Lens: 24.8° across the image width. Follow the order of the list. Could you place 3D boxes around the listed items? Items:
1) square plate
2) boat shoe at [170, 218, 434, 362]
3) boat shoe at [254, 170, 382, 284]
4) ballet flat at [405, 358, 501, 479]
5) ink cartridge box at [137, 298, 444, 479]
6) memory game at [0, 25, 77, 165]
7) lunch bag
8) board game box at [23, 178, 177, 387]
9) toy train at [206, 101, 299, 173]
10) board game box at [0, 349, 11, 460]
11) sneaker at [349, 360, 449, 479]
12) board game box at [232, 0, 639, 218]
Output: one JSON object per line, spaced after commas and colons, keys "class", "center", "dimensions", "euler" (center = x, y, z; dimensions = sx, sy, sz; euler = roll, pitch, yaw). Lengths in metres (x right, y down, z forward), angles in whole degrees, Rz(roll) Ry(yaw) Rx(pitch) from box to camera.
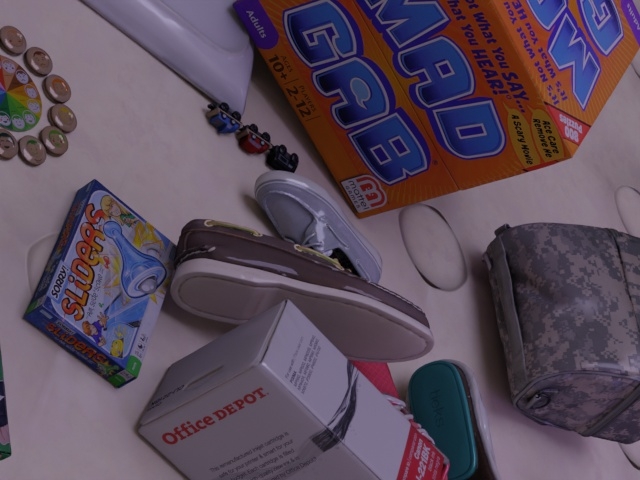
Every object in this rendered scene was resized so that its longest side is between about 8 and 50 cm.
{"class": "square plate", "center": [-0.198, -0.383, 1.943], "dimensions": [0.347, 0.049, 0.344], "euler": [37, 42, -29]}
{"class": "boat shoe", "center": [-0.015, 0.058, 1.698], "dimensions": [0.324, 0.116, 0.096], "euler": [16, 48, -16]}
{"class": "boat shoe", "center": [0.000, 0.001, 1.884], "dimensions": [0.227, 0.079, 0.081], "euler": [43, 34, -28]}
{"class": "ballet flat", "center": [0.187, 0.342, 1.845], "dimensions": [0.139, 0.139, 0.400], "euler": [28, 45, -37]}
{"class": "ink cartridge box", "center": [-0.030, 0.221, 1.586], "dimensions": [0.273, 0.197, 0.114], "euler": [46, 36, -20]}
{"class": "memory game", "center": [-0.349, -0.167, 1.633], "dimensions": [0.186, 0.012, 0.186], "euler": [30, 45, -35]}
{"class": "lunch bag", "center": [0.378, 0.126, 2.152], "dimensions": [0.256, 0.212, 0.305], "euler": [15, 50, -25]}
{"class": "board game box", "center": [-0.235, 0.045, 1.600], "dimensions": [0.136, 0.035, 0.201], "euler": [41, 39, -25]}
{"class": "toy train", "center": [-0.090, -0.132, 1.917], "dimensions": [0.158, 0.027, 0.036], "euler": [35, 53, -32]}
{"class": "board game box", "center": [-0.398, 0.045, 1.369], "dimensions": [0.213, 0.046, 0.317], "euler": [22, 49, -50]}
{"class": "sneaker", "center": [0.099, 0.259, 1.772], "dimensions": [0.116, 0.136, 0.313], "euler": [18, 52, -45]}
{"class": "board game box", "center": [0.175, -0.303, 2.004], "dimensions": [0.356, 0.356, 0.356], "euler": [59, 41, -19]}
